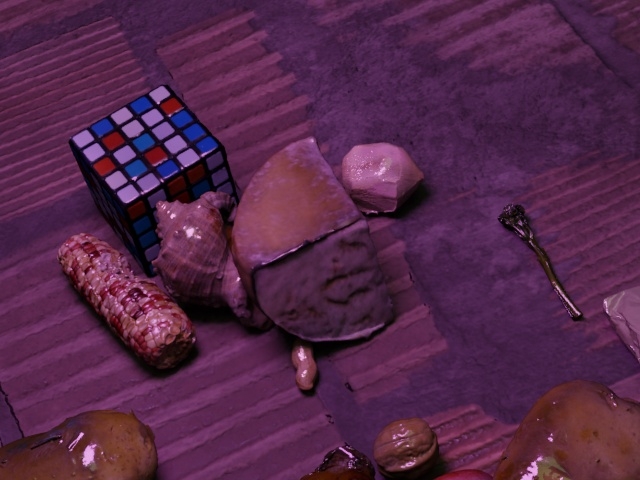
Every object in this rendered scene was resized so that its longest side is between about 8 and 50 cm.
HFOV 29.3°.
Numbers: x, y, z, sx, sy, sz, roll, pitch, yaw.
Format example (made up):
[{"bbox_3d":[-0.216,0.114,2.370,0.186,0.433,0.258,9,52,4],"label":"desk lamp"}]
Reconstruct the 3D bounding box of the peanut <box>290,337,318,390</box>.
[{"bbox_3d":[-0.022,0.175,1.736,0.037,0.037,0.083,-11,50,0],"label":"peanut"}]

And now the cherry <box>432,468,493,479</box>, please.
[{"bbox_3d":[0.177,0.344,1.549,0.126,0.087,0.106,-9,48,-3],"label":"cherry"}]

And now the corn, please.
[{"bbox_3d":[-0.294,0.079,1.812,0.098,0.098,0.290,-36,55,-18],"label":"corn"}]

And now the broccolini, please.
[{"bbox_3d":[0.329,0.029,1.805,0.044,0.042,0.218,-23,60,-11],"label":"broccolini"}]

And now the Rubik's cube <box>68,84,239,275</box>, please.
[{"bbox_3d":[-0.250,-0.094,1.878,0.182,0.187,0.184,-31,54,-15],"label":"Rubik's cube"}]

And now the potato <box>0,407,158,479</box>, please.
[{"bbox_3d":[-0.338,0.311,1.609,0.248,0.143,0.169,-15,18,5],"label":"potato"}]

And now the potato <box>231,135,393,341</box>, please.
[{"bbox_3d":[-0.035,0.011,1.787,0.189,0.211,0.264,-23,41,-5],"label":"potato"}]

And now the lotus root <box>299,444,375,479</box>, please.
[{"bbox_3d":[0.021,0.435,1.444,0.196,0.179,0.397,0,54,6],"label":"lotus root"}]

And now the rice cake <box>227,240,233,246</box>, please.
[{"bbox_3d":[-0.079,-0.008,1.888,0.171,0.029,0.033,-11,46,-2],"label":"rice cake"}]

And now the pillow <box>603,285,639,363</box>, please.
[{"bbox_3d":[0.567,0.138,1.655,0.274,0.076,0.281,-19,54,-9],"label":"pillow"}]

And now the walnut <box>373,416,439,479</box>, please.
[{"bbox_3d":[0.113,0.276,1.611,0.092,0.092,0.092,-4,53,5],"label":"walnut"}]

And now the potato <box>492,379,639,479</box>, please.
[{"bbox_3d":[0.313,0.303,1.523,0.191,0.141,0.296,40,58,1],"label":"potato"}]

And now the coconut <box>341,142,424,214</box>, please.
[{"bbox_3d":[0.097,-0.096,1.881,0.124,0.110,0.110,-2,53,15],"label":"coconut"}]

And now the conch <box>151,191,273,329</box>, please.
[{"bbox_3d":[-0.148,0.028,1.793,0.245,0.163,0.178,47,62,-7],"label":"conch"}]
